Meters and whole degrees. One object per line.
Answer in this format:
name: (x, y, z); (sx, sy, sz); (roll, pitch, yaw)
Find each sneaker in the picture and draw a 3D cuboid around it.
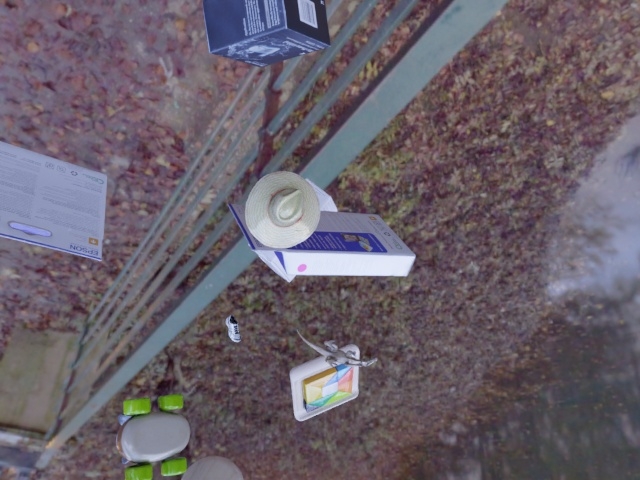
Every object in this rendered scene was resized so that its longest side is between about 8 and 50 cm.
sneaker: (-0.261, 0.264, 1.711); (0.032, 0.083, 0.037); (-13, 156, -36)

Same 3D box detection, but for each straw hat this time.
straw hat: (-0.056, -0.057, 0.985); (0.144, 0.145, 0.061); (15, 168, -16)

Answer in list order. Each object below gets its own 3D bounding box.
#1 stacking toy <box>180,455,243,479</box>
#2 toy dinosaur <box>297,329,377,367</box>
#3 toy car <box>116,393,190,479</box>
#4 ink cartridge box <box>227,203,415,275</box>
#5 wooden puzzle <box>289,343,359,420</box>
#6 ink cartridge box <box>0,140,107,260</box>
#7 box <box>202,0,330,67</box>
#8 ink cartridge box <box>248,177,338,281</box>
stacking toy: (-0.223, 0.614, 1.312); (0.141, 0.141, 0.330); (0, 143, 3)
toy dinosaur: (0.026, 0.236, 1.179); (0.183, 0.053, 0.092); (19, 168, 6)
toy car: (-0.377, 0.408, 1.180); (0.149, 0.155, 0.188); (8, 160, -45)
ink cartridge box: (0.000, 0.000, 1.174); (0.370, 0.176, 0.069); (5, 120, -30)
wooden puzzle: (0.020, 0.434, 1.705); (0.221, 0.044, 0.239); (-19, 131, -17)
ink cartridge box: (-0.685, -0.088, 1.353); (0.324, 0.330, 0.071); (19, 127, -32)
box: (-0.089, -0.372, 0.979); (0.158, 0.093, 0.156); (-6, -177, 29)
ink cartridge box: (-0.058, -0.022, 1.413); (0.218, 0.092, 0.158); (-47, 154, -7)
